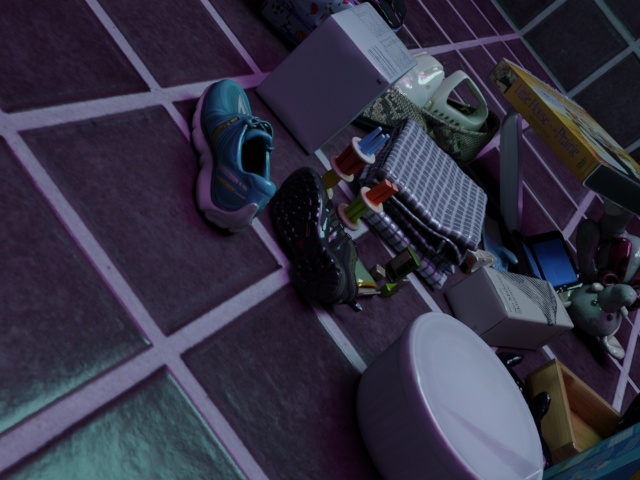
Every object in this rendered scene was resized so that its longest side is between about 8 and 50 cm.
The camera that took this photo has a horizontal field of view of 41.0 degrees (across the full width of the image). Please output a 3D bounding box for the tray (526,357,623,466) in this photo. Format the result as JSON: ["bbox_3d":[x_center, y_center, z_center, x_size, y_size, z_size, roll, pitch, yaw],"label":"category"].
[{"bbox_3d":[0.537,0.408,1.550,0.411,0.076,0.203,39,30,-23],"label":"tray"}]

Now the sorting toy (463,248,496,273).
[{"bbox_3d":[0.290,0.024,1.668,0.083,0.045,0.075,4,46,-53],"label":"sorting toy"}]

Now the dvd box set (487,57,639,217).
[{"bbox_3d":[0.561,-0.211,1.831,0.307,0.062,0.420,22,28,-34],"label":"dvd box set"}]

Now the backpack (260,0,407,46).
[{"bbox_3d":[0.030,-0.464,1.668,0.263,0.213,0.276,37,36,-1],"label":"backpack"}]

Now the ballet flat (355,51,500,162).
[{"bbox_3d":[0.223,-0.294,1.783,0.483,0.182,0.164,15,43,-47],"label":"ballet flat"}]

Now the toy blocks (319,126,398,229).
[{"bbox_3d":[0.072,-0.102,1.377,0.123,0.148,0.054,46,29,-10],"label":"toy blocks"}]

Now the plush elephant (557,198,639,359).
[{"bbox_3d":[0.647,0.100,1.901,0.272,0.330,0.255,35,53,-3],"label":"plush elephant"}]

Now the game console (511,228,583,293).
[{"bbox_3d":[0.482,0.038,1.822,0.124,0.085,0.144,30,39,-56],"label":"game console"}]

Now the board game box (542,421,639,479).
[{"bbox_3d":[0.350,0.325,1.092,0.254,0.336,0.079,-9,64,-58],"label":"board game box"}]

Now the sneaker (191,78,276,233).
[{"bbox_3d":[-0.107,-0.131,1.191,0.107,0.110,0.275,28,36,-37],"label":"sneaker"}]

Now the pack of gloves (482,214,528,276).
[{"bbox_3d":[0.422,0.034,1.840,0.195,0.046,0.232,35,33,-27],"label":"pack of gloves"}]

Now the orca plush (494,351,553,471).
[{"bbox_3d":[0.338,0.275,1.378,0.151,0.102,0.287,42,30,-17],"label":"orca plush"}]

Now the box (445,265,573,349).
[{"bbox_3d":[0.352,0.128,1.577,0.275,0.094,0.113,11,48,-51],"label":"box"}]

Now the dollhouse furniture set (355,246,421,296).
[{"bbox_3d":[0.096,0.043,1.338,0.151,0.058,0.076,2,55,-55],"label":"dollhouse furniture set"}]

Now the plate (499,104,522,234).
[{"bbox_3d":[0.438,-0.173,1.961,0.278,0.045,0.277,-50,137,-67],"label":"plate"}]

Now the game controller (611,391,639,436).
[{"bbox_3d":[0.595,0.375,1.526,0.166,0.067,0.319,57,29,11],"label":"game controller"}]

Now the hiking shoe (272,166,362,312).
[{"bbox_3d":[0.000,0.000,1.246,0.114,0.086,0.227,36,35,-52],"label":"hiking shoe"}]

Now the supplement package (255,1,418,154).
[{"bbox_3d":[0.032,-0.284,1.479,0.149,0.194,0.203,49,28,-3],"label":"supplement package"}]

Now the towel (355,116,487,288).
[{"bbox_3d":[0.188,-0.082,1.554,0.235,0.121,0.284,45,29,-11],"label":"towel"}]

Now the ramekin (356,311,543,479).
[{"bbox_3d":[0.164,0.241,1.139,0.273,0.127,0.273,37,31,-27],"label":"ramekin"}]
